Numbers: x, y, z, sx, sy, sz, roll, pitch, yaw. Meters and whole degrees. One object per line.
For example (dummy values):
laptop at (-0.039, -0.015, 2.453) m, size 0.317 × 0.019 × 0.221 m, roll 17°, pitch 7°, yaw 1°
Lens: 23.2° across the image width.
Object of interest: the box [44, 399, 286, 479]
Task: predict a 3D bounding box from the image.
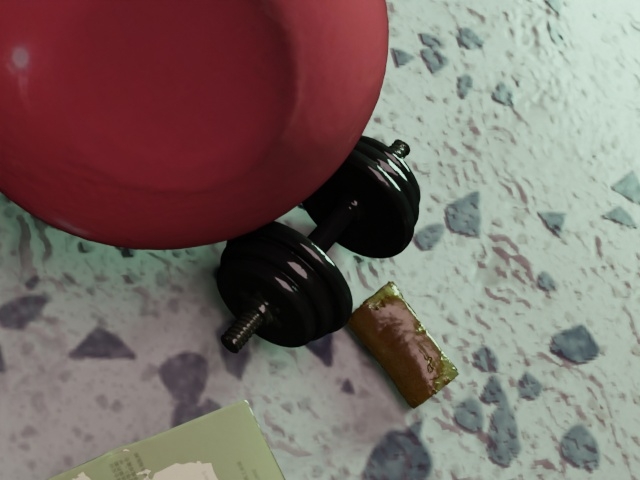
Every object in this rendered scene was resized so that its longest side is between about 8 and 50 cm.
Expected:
box at (-0.081, 0.226, 0.913) m, size 0.168 × 0.095 × 0.212 m, roll -19°, pitch 74°, yaw -30°

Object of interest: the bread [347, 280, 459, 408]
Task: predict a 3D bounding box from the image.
bread at (0.057, 0.071, 1.074) m, size 0.047 × 0.036 × 0.083 m, roll -33°, pitch 80°, yaw -27°

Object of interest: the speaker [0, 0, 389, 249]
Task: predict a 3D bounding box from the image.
speaker at (-0.104, -0.143, 0.986) m, size 0.294 × 0.294 × 0.294 m, roll 9°, pitch 64°, yaw -18°

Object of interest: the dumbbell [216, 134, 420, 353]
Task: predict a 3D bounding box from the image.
dumbbell at (0.000, 0.000, 1.046) m, size 0.099 × 0.099 × 0.208 m, roll 41°, pitch 58°, yaw 0°
